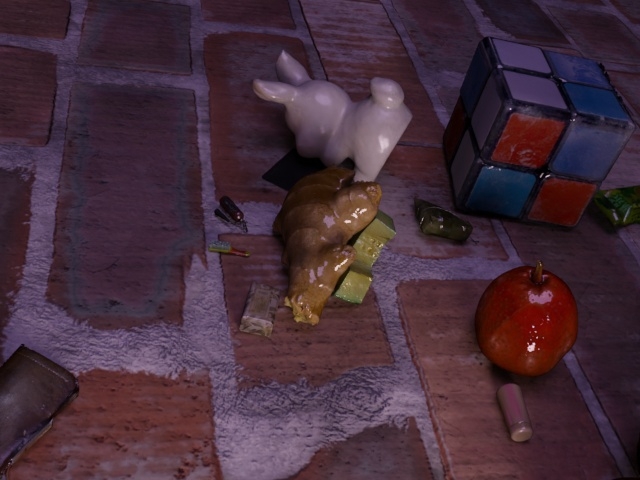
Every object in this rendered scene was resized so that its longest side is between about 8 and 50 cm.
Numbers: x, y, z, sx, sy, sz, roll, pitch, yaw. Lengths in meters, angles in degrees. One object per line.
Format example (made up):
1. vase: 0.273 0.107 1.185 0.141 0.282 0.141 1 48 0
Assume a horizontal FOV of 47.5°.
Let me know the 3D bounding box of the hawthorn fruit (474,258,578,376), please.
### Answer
1. hawthorn fruit: 0.385 0.128 1.348 0.196 0.226 0.196 3 32 -2

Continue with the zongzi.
1. zongzi: 0.292 -0.050 1.648 0.154 0.062 0.130 11 29 -13

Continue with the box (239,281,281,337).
1. box: -0.109 0.126 1.336 0.062 0.045 0.098 15 42 -1

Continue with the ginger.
1. ginger: 0.025 -0.005 1.436 0.236 0.166 0.376 -16 52 2

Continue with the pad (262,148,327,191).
1. pad: -0.053 -0.161 1.701 0.112 0.003 0.157 27 42 13

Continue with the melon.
1. melon: 0.084 0.031 1.435 0.064 0.118 0.210 32 79 -10

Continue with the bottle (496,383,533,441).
1. bottle: 0.342 0.302 1.276 0.045 0.045 0.096 4 44 -12

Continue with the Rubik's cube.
1. Rubik's cube: 0.497 -0.254 1.733 0.318 0.313 0.316 10 42 -8

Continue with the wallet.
1. wallet: -0.480 0.271 1.078 0.137 0.031 0.255 26 43 11

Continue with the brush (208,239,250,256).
1. brush: -0.181 0.016 1.455 0.083 0.021 0.019 12 39 -4

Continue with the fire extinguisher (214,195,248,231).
1. fire extinguisher: -0.190 -0.055 1.523 0.046 0.032 0.100 -6 38 -37

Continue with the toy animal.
1. toy animal: 0.028 -0.308 1.706 0.367 0.241 0.196 24 38 10

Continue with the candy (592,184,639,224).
1. candy: 0.786 -0.090 1.822 0.246 0.069 0.149 -8 41 -17

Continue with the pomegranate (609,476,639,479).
1. pomegranate: 0.476 0.458 1.004 0.286 0.231 0.231 32 44 20

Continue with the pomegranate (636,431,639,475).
1. pomegranate: 0.658 0.340 1.135 0.322 0.322 0.322 8 42 -7
